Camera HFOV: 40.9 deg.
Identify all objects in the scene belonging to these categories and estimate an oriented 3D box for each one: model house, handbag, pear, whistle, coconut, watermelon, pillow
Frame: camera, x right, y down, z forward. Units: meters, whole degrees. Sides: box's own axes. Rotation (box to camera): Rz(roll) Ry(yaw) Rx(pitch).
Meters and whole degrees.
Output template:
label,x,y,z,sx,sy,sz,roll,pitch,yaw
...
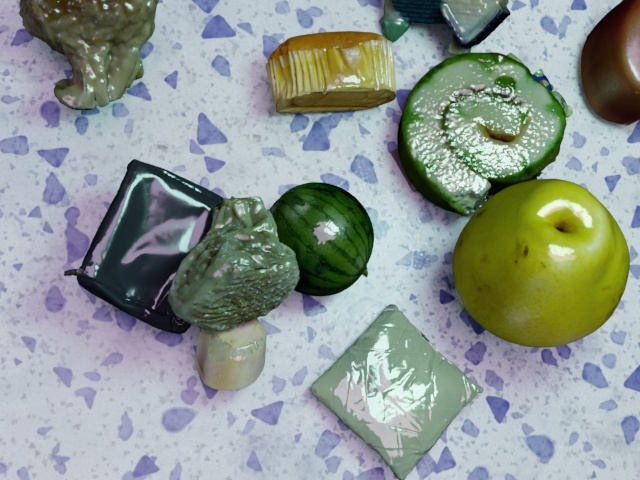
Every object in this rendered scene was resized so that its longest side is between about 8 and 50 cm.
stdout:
label,x,y,z,sx,sy,sz,roll,pitch,yaw
model house,0.298,-0.584,2.023,0.298,0.243,0.284,9,102,16
handbag,-0.354,0.012,1.763,0.275,0.178,0.302,26,73,-21
pear,0.462,0.047,1.801,0.362,0.418,0.363,-1,65,2
whistle,0.519,-0.360,2.073,0.105,0.085,0.227,-34,86,-19
coconut,-0.183,0.232,1.766,0.147,0.153,0.147,7,40,-6
watermelon,-0.004,-0.003,1.806,0.242,0.242,0.242,3,77,-11
pillow,0.164,0.323,1.852,0.281,0.076,0.274,43,70,6

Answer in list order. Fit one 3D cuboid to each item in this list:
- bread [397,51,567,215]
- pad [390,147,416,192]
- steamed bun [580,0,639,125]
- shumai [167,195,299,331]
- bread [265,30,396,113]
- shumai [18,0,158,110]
label,x,y,z,sx,sy,sz,roll,pitch,yaw
bread,0.360,-0.237,1.955,0.366,0.129,0.382,15,79,1
pad,0.268,-0.201,2.027,0.187,0.006,0.113,-28,84,-16
steamed bun,0.797,-0.477,2.077,0.379,0.235,0.248,-43,94,-16
shumai,-0.192,0.046,1.679,0.260,0.225,0.222,-29,60,-14
bread,0.024,-0.378,1.914,0.288,0.204,0.156,-7,83,-9
shumai,-0.459,-0.407,1.780,0.314,0.267,0.263,-16,80,27
